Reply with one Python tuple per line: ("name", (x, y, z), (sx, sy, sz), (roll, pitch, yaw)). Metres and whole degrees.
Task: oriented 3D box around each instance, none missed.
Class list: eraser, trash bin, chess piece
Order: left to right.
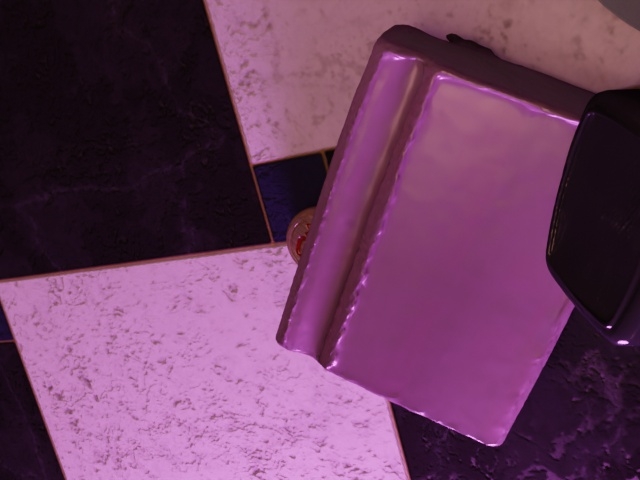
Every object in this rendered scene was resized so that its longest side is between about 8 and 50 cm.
("chess piece", (0.000, 0.000, 0.976), (0.084, 0.038, 0.083), (10, 112, 25))
("eraser", (0.131, -0.001, 0.832), (0.272, 0.122, 0.359), (25, 120, 11))
("trash bin", (0.344, -0.020, 0.645), (0.291, 0.182, 0.209), (-1, 122, -14))

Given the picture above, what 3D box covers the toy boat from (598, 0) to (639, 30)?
("toy boat", (0.299, -0.248, 0.698), (0.291, 0.067, 0.220), (28, 121, 21))
